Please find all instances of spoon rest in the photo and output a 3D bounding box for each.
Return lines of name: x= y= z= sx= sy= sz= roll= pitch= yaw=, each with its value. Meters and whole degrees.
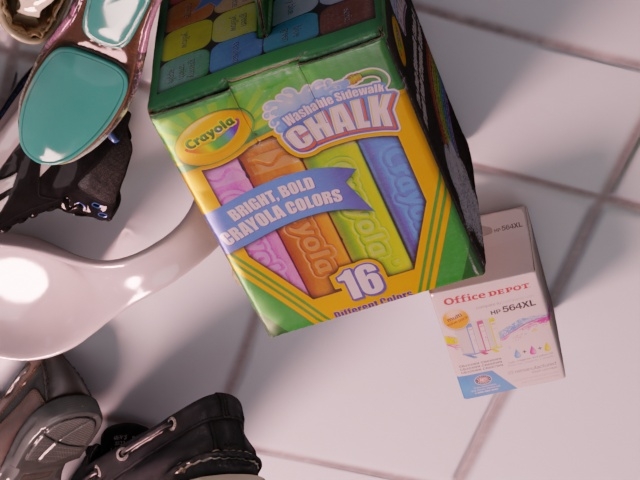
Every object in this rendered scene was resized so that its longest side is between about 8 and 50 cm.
spoon rest: x=-0.203 y=0.027 z=1.280 sx=0.276 sy=0.084 sz=0.137 roll=-23 pitch=124 yaw=16

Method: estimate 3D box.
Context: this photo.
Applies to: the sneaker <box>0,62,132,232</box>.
sneaker: x=-0.230 y=-0.029 z=1.212 sx=0.121 sy=0.079 sz=0.217 roll=35 pitch=103 yaw=-25

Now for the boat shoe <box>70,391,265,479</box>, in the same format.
boat shoe: x=-0.166 y=0.218 z=1.408 sx=0.127 sy=0.113 sz=0.340 roll=4 pitch=158 yaw=-30

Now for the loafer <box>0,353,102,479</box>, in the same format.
loafer: x=-0.291 y=0.201 z=1.434 sx=0.096 sy=0.084 sz=0.267 roll=4 pitch=140 yaw=-44

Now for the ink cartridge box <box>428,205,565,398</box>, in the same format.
ink cartridge box: x=0.144 y=0.046 z=1.289 sx=0.092 sy=0.090 sz=0.143 roll=-14 pitch=127 yaw=11

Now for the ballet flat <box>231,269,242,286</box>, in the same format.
ballet flat: x=0.000 y=0.000 z=1.278 sx=0.173 sy=0.049 sz=0.057 roll=-24 pitch=123 yaw=18

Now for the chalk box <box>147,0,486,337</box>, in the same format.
chalk box: x=-0.012 y=-0.107 z=1.115 sx=0.179 sy=0.180 sz=0.289 roll=-18 pitch=125 yaw=13

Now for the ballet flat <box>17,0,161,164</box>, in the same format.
ballet flat: x=-0.157 y=-0.151 z=1.111 sx=0.077 sy=0.079 sz=0.221 roll=23 pitch=126 yaw=-9

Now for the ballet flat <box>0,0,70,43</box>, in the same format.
ballet flat: x=-0.176 y=-0.243 z=1.069 sx=0.086 sy=0.086 sz=0.248 roll=19 pitch=126 yaw=-14
